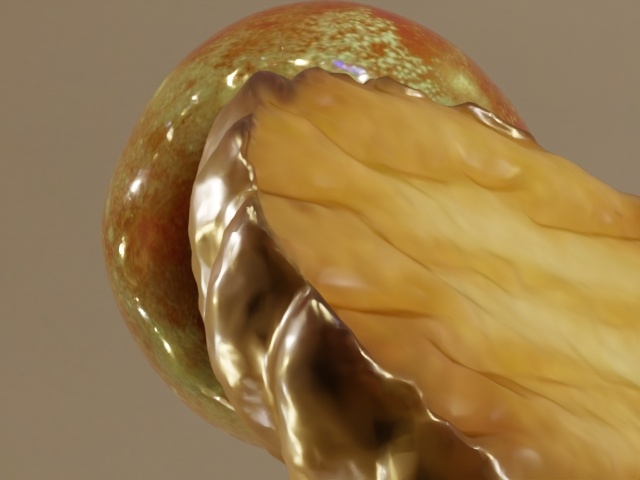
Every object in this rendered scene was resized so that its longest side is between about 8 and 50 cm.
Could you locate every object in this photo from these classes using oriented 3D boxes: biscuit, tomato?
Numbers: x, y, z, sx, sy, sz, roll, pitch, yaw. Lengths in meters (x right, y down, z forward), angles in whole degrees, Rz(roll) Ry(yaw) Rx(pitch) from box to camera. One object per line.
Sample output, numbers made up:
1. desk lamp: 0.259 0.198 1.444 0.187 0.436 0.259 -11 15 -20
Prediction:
1. biscuit: 0.084 0.056 0.641 0.325 0.325 0.107 42 -65 12
2. tomato: 0.000 0.000 0.949 0.270 0.223 0.270 4 -68 10
